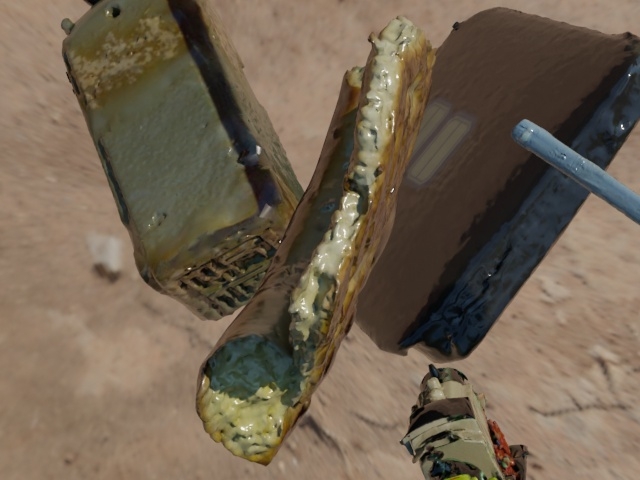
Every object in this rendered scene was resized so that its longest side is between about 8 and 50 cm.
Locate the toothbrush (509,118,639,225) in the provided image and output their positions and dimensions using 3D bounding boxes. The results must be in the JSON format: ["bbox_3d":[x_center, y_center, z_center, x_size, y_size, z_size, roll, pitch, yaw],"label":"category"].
[{"bbox_3d":[0.200,-0.007,0.985,0.219,0.019,0.016,38,106,21],"label":"toothbrush"}]

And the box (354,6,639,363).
[{"bbox_3d":[0.139,-0.060,1.594,0.091,0.350,0.359,37,88,-24],"label":"box"}]

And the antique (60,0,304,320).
[{"bbox_3d":[-0.110,-0.089,1.331,0.125,0.150,0.284,-27,66,7],"label":"antique"}]

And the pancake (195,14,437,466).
[{"bbox_3d":[0.001,0.000,0.808,0.056,0.257,0.212,20,91,5],"label":"pancake"}]

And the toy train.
[{"bbox_3d":[0.073,0.129,0.812,0.053,0.249,0.085,-25,105,10],"label":"toy train"}]
